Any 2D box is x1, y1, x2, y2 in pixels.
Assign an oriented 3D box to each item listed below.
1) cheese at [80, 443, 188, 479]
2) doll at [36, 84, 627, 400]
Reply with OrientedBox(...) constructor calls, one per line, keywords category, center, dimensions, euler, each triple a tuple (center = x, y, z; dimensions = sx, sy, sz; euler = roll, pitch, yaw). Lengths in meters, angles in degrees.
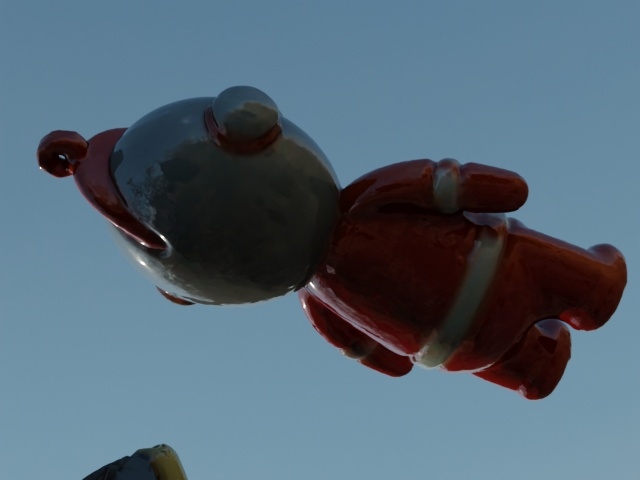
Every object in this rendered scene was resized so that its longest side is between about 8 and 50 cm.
OrientedBox(category="cheese", center=(-0.103, 0.217, 0.948), dimensions=(0.086, 0.162, 0.036), euler=(-28, -16, 25))
OrientedBox(category="doll", center=(0.000, 0.000, 0.617), dimensions=(0.142, 0.245, 0.076), euler=(114, 174, -46))
